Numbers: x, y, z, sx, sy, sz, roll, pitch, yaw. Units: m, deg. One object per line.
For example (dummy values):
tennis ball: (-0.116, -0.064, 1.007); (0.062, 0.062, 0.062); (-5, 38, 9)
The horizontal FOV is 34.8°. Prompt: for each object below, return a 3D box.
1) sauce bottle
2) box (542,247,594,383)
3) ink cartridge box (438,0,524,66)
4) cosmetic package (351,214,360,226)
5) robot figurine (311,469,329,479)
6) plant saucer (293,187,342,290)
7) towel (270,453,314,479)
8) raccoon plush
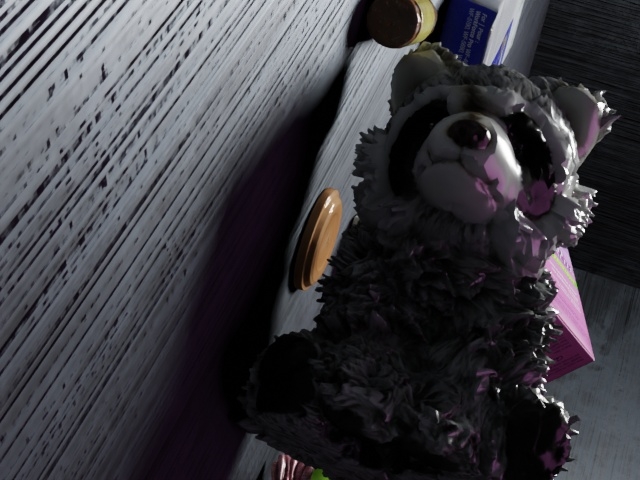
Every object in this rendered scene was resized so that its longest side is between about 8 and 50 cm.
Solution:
sauce bottle: (0.067, -0.168, 0.774); (0.128, 0.042, 0.042); (-35, 143, -69)
box: (0.232, 0.094, 1.387); (0.213, 0.117, 0.243); (-31, -151, 23)
ink cartridge box: (0.185, -0.242, 1.189); (0.332, 0.065, 0.165); (-59, 164, -53)
cosmetic package: (0.057, -0.002, 1.006); (0.115, 0.041, 0.060); (-42, 148, -69)
robot figurine: (0.015, 0.274, 1.190); (0.101, 0.067, 0.115); (77, 30, -48)
plant saucer: (0.000, 0.000, 0.798); (0.083, 0.013, 0.083); (19, 90, -80)
towel: (-0.096, 0.373, 0.893); (0.329, 0.037, 0.237); (-58, 165, -45)
raccoon plush: (0.066, 0.046, 0.816); (0.446, 0.216, 0.299); (128, -18, -66)
